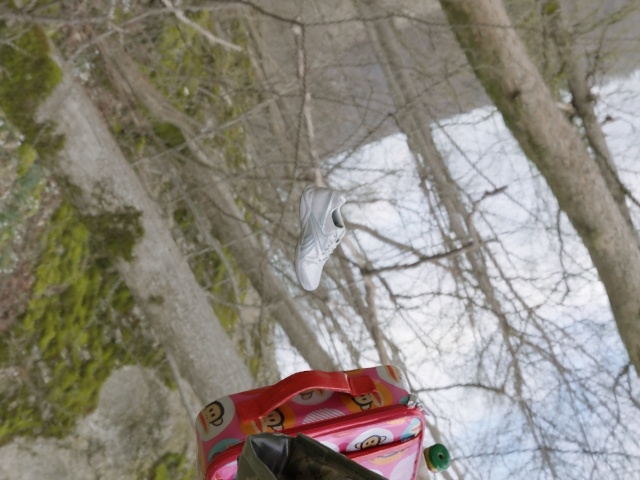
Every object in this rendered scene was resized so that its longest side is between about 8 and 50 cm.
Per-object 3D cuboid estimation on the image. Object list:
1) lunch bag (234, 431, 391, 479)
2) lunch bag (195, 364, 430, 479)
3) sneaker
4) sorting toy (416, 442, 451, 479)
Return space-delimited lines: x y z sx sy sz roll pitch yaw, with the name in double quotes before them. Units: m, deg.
"lunch bag" 0.008 0.302 0.530 0.169 0.235 0.287 12 -173 -40
"lunch bag" -0.013 0.264 0.935 0.293 0.258 0.120 -9 -139 -16
"sneaker" 0.000 0.000 1.009 0.061 0.152 0.053 10 -164 16
"sorting toy" 0.113 0.409 1.166 0.274 0.132 0.046 5 150 -38
